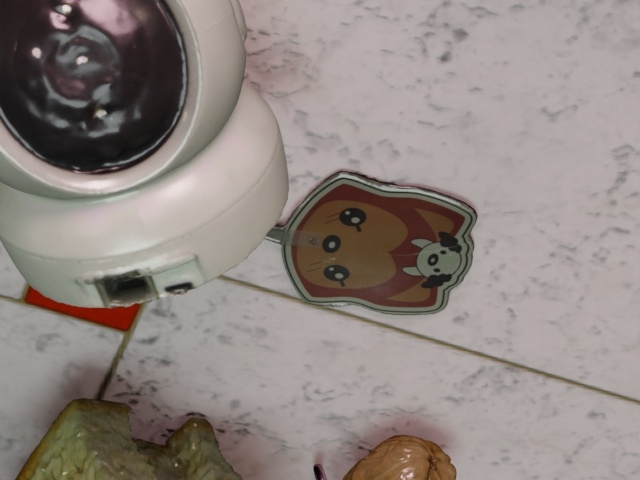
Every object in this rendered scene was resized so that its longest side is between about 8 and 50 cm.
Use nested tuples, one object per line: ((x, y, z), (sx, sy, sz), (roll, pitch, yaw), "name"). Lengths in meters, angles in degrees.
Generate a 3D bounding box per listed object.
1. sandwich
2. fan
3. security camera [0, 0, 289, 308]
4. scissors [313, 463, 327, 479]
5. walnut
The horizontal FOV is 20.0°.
((-0.107, 0.218, 1.400), (0.236, 0.122, 0.128), (15, 118, -40), "sandwich")
((0.000, 0.000, 1.280), (0.220, 0.009, 0.132), (10, 133, -7), "fan")
((-0.131, -0.101, 1.077), (0.195, 0.194, 0.236), (-8, 127, 10), "security camera")
((0.017, 0.249, 1.485), (0.022, 0.085, 0.176), (-20, 146, -5), "scissors")
((0.059, 0.195, 1.414), (0.079, 0.082, 0.096), (9, 141, -44), "walnut")
